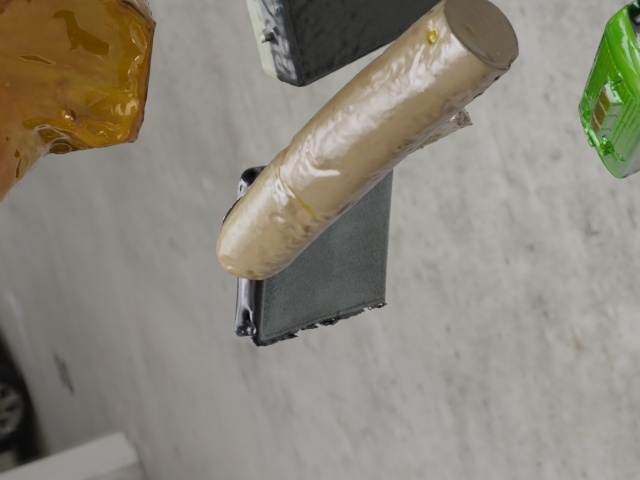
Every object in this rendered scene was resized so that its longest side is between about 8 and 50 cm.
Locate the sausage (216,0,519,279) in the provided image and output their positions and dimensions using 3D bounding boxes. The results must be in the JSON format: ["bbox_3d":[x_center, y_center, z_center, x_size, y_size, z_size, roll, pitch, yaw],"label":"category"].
[{"bbox_3d":[0.015,-0.055,0.947,0.301,0.066,0.065,-43,63,47],"label":"sausage"}]

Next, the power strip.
[{"bbox_3d":[0.045,-0.232,1.334,0.070,0.257,0.105,26,139,50],"label":"power strip"}]

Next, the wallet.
[{"bbox_3d":[-0.002,0.000,1.410,0.036,0.222,0.167,11,106,35],"label":"wallet"}]

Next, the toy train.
[{"bbox_3d":[0.130,-0.062,0.595,0.044,0.042,0.209,62,-177,8],"label":"toy train"}]

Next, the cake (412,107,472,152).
[{"bbox_3d":[0.078,-0.095,1.365,0.065,0.121,0.052,50,-162,22],"label":"cake"}]

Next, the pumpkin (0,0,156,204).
[{"bbox_3d":[-0.202,-0.116,0.770,0.258,0.290,0.095,53,175,-30],"label":"pumpkin"}]
